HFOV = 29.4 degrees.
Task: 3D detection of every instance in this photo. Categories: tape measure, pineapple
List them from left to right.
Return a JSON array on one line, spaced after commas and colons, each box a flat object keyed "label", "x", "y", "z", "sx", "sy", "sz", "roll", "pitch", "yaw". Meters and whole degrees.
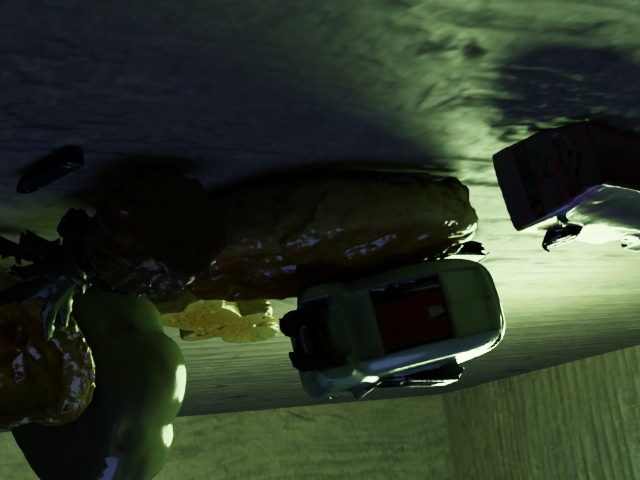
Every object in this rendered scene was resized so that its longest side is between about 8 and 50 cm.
[{"label": "pineapple", "x": -0.208, "y": 0.016, "z": 1.117, "sx": 0.130, "sy": 0.119, "sz": 0.277, "roll": -23, "pitch": -178, "yaw": -42}, {"label": "tape measure", "x": 0.075, "y": 0.104, "z": 1.326, "sx": 0.246, "sy": 0.125, "sz": 0.243, "roll": -12, "pitch": 171, "yaw": -7}]

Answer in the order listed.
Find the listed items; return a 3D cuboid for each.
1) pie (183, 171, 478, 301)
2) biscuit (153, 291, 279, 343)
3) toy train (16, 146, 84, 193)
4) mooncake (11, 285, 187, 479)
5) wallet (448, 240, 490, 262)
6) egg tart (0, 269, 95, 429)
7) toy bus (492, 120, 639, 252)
[{"label": "pie", "x": 0.000, "y": 0.000, "z": 1.266, "sx": 0.339, "sy": 0.083, "sz": 0.339, "roll": -10, "pitch": 169, "yaw": -2}, {"label": "biscuit", "x": -0.142, "y": 0.108, "z": 1.708, "sx": 0.153, "sy": 0.030, "sz": 0.234, "roll": -18, "pitch": 158, "yaw": 29}, {"label": "toy train", "x": -0.223, "y": -0.056, "z": 0.996, "sx": 0.017, "sy": 0.017, "sz": 0.083, "roll": 8, "pitch": 160, "yaw": -45}, {"label": "mooncake", "x": -0.276, "y": 0.184, "z": 1.500, "sx": 0.135, "sy": 0.275, "sz": 0.275, "roll": 0, "pitch": 166, "yaw": -45}, {"label": "wallet", "x": 0.129, "y": 0.039, "z": 1.632, "sx": 0.121, "sy": 0.031, "sz": 0.232, "roll": 0, "pitch": 164, "yaw": -16}, {"label": "egg tart", "x": -0.351, "y": 0.110, "z": 1.357, "sx": 0.241, "sy": 0.241, "sz": 0.106, "roll": -14, "pitch": -151, "yaw": 26}, {"label": "toy bus", "x": 0.283, "y": -0.047, "z": 1.205, "sx": 0.112, "sy": 0.090, "sz": 0.274, "roll": -28, "pitch": 160, "yaw": 34}]
